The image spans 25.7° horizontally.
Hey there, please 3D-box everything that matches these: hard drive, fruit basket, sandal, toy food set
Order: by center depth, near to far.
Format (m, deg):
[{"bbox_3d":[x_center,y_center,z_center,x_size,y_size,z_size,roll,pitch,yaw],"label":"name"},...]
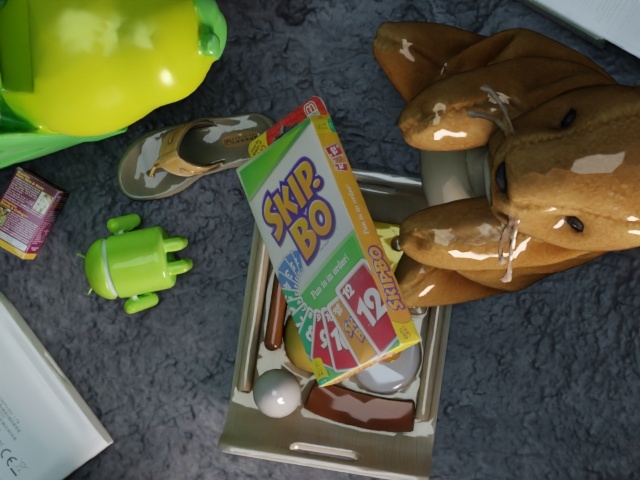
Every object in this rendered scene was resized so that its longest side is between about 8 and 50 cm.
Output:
[{"bbox_3d":[-0.287,-0.197,1.327,0.392,0.392,0.283,-30,86,3],"label":"fruit basket"},{"bbox_3d":[0.023,0.079,1.431,0.220,0.092,0.306,8,90,5],"label":"toy food set"},{"bbox_3d":[-0.130,-0.093,1.470,0.180,0.049,0.072,-16,87,4],"label":"sandal"},{"bbox_3d":[-0.403,0.226,1.489,0.307,0.040,0.203,-38,86,3],"label":"hard drive"}]

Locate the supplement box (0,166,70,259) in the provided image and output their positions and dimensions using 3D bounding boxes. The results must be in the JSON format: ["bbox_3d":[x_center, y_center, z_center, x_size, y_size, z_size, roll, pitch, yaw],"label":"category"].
[{"bbox_3d":[-0.312,-0.028,1.487,0.055,0.043,0.083,31,92,5],"label":"supplement box"}]

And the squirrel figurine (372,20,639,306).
[{"bbox_3d":[0.262,-0.069,1.252,0.397,0.370,0.280,3,89,-14],"label":"squirrel figurine"}]

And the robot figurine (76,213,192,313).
[{"bbox_3d":[-0.194,0.024,1.464,0.115,0.067,0.101,-12,96,5],"label":"robot figurine"}]

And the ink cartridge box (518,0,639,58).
[{"bbox_3d":[0.330,-0.270,1.422,0.235,0.056,0.171,32,92,10],"label":"ink cartridge box"}]

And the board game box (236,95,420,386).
[{"bbox_3d":[0.000,0.000,1.357,0.124,0.039,0.259,-32,72,43],"label":"board game box"}]
